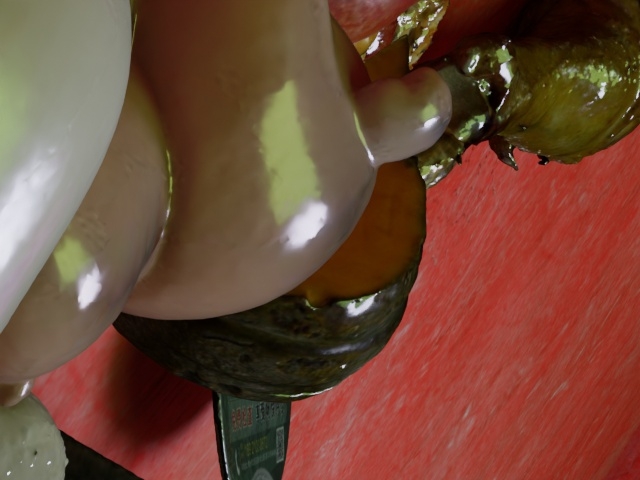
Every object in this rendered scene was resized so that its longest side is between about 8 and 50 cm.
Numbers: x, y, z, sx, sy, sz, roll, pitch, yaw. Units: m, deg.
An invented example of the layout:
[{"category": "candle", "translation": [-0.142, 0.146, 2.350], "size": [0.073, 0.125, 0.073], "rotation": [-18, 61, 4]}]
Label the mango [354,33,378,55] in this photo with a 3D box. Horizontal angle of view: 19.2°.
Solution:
[{"category": "mango", "translation": [-0.001, -0.166, 1.010], "size": [0.115, 0.089, 0.165], "rotation": [-40, 147, -45]}]

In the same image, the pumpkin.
[{"category": "pumpkin", "translation": [0.005, -0.001, 1.025], "size": [0.248, 0.126, 0.131], "rotation": [-43, 165, -41]}]

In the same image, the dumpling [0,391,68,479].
[{"category": "dumpling", "translation": [-0.186, 0.130, 0.935], "size": [0.176, 0.092, 0.150], "rotation": [-53, 162, -26]}]

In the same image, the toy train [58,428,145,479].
[{"category": "toy train", "translation": [-0.163, 0.267, 1.088], "size": [0.299, 0.167, 0.238], "rotation": [-54, 154, -25]}]

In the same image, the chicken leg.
[{"category": "chicken leg", "translation": [0.194, -0.142, 1.461], "size": [0.211, 0.140, 0.361], "rotation": [-57, 166, 12]}]

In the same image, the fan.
[{"category": "fan", "translation": [-0.039, 0.130, 1.263], "size": [0.223, 0.012, 0.294], "rotation": [-72, 160, -61]}]

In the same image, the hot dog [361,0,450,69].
[{"category": "hot dog", "translation": [0.038, -0.165, 1.139], "size": [0.131, 0.069, 0.253], "rotation": [-30, 145, -55]}]

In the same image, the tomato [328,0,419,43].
[{"category": "tomato", "translation": [0.012, -0.200, 0.880], "size": [0.237, 0.095, 0.237], "rotation": [-11, 105, -46]}]

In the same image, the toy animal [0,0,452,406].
[{"category": "toy animal", "translation": [-0.094, -0.036, 0.776], "size": [0.229, 0.210, 0.221], "rotation": [44, 63, -35]}]

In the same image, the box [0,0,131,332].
[{"category": "box", "translation": [-0.224, 0.000, 0.420], "size": [0.349, 0.288, 0.141], "rotation": [-58, -155, -7]}]
